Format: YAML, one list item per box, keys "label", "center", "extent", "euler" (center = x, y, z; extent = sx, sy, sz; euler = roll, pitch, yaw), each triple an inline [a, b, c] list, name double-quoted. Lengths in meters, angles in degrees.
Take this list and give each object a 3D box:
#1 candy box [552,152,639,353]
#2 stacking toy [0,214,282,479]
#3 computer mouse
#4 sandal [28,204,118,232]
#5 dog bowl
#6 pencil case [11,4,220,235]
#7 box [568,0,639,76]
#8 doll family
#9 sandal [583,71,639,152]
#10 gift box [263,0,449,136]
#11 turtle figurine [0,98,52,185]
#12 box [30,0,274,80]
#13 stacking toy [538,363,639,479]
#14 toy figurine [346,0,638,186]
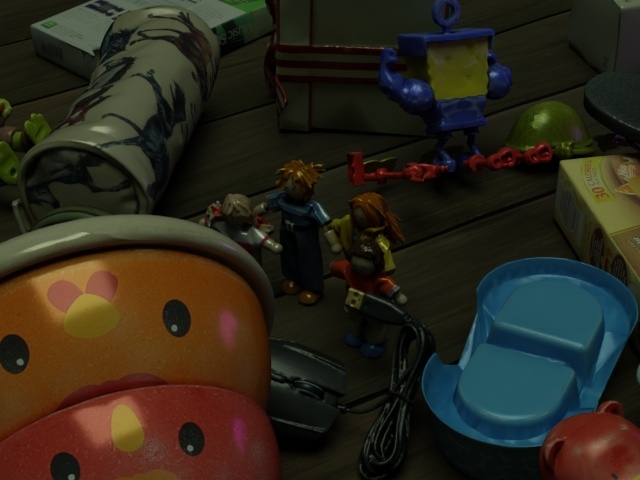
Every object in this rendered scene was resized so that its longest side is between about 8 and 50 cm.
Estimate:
- label: "candy box"
  center: [0.400, 0.014, 1.351]
  extent: [0.183, 0.087, 0.316]
  euler: [-7, 36, -8]
- label: "stacking toy"
  center: [-0.129, 0.249, 0.930]
  extent: [0.351, 0.350, 0.479]
  euler: [-15, 55, -18]
- label: "computer mouse"
  center: [-0.018, 0.114, 1.199]
  extent: [0.262, 0.060, 0.184]
  euler: [15, 64, 22]
- label: "sandal"
  center: [-0.208, 0.046, 1.321]
  extent: [0.303, 0.120, 0.086]
  euler: [20, 55, 27]
- label: "dog bowl"
  center: [0.211, 0.129, 1.213]
  extent: [0.166, 0.074, 0.297]
  euler: [15, 39, 23]
- label: "pencil case"
  center: [-0.255, -0.148, 1.553]
  extent: [0.184, 0.159, 0.410]
  euler: [-16, 31, 21]
- label: "box"
  center: [0.508, -0.336, 1.805]
  extent: [0.232, 0.126, 0.148]
  euler: [-11, 37, -13]
- label: "doll family"
  center: [0.000, 0.000, 1.325]
  extent: [0.263, 0.163, 0.118]
  euler: [20, 41, 28]
- label: "sandal"
  center: [0.408, -0.121, 1.439]
  extent: [0.097, 0.054, 0.254]
  euler: [-27, 49, -26]
- label: "gift box"
  center: [0.046, -0.295, 1.665]
  extent: [0.258, 0.255, 0.276]
  euler: [5, 32, 7]
- label: "turtle figurine"
  center: [-0.466, -0.111, 1.567]
  extent: [0.217, 0.087, 0.269]
  euler: [6, 27, 33]
- label: "box"
  center: [-0.255, -0.336, 1.906]
  extent: [0.232, 0.058, 0.322]
  euler: [28, 47, 35]
- label: "stacking toy"
  center: [0.352, 0.171, 1.027]
  extent: [0.280, 0.130, 0.309]
  euler: [4, 28, 46]
- label: "toy figurine"
  center: [0.200, -0.198, 1.498]
  extent: [0.363, 0.217, 0.191]
  euler: [-11, 7, -24]
